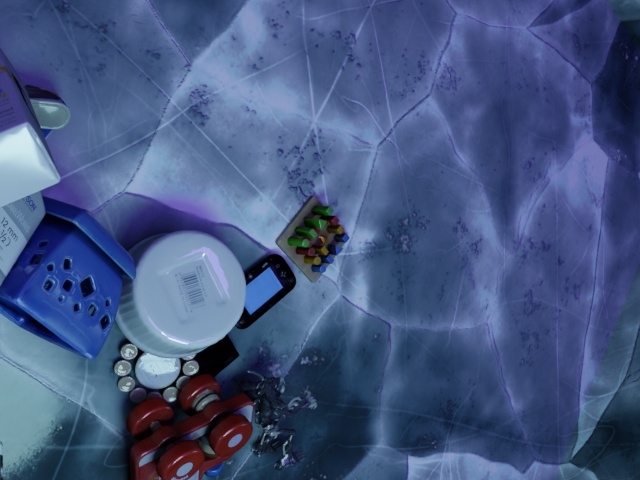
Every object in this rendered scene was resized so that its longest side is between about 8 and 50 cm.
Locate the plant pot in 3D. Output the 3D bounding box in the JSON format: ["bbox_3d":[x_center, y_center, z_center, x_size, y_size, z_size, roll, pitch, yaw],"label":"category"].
[{"bbox_3d":[-0.500,0.053,1.393,0.212,0.236,0.236,-60,145,-23],"label":"plant pot"}]

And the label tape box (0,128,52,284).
[{"bbox_3d":[-0.620,-0.044,1.283,0.115,0.249,0.347,76,27,-48],"label":"label tape box"}]

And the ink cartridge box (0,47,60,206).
[{"bbox_3d":[-0.584,-0.177,1.224,0.226,0.306,0.131,-27,139,-12],"label":"ink cartridge box"}]

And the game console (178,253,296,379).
[{"bbox_3d":[-0.210,0.154,1.757,0.361,0.044,0.213,-40,116,-27],"label":"game console"}]

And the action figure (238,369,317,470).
[{"bbox_3d":[-0.106,0.402,1.782,0.141,0.164,0.275,-36,132,-43],"label":"action figure"}]

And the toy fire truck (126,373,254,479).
[{"bbox_3d":[-0.289,0.460,1.661,0.302,0.169,0.253,-21,138,-35],"label":"toy fire truck"}]

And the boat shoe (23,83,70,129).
[{"bbox_3d":[-0.596,-0.263,1.421,0.228,0.068,0.081,8,120,-35],"label":"boat shoe"}]

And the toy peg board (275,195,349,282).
[{"bbox_3d":[0.000,0.000,1.878,0.160,0.079,0.161,49,67,-29],"label":"toy peg board"}]

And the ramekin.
[{"bbox_3d":[-0.293,0.108,1.592,0.277,0.135,0.277,6,76,-28],"label":"ramekin"}]

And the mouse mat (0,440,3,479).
[{"bbox_3d":[-0.687,0.484,1.436,0.153,0.007,0.189,-3,97,-37],"label":"mouse mat"}]

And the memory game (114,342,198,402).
[{"bbox_3d":[-0.359,0.278,1.647,0.186,0.012,0.186,-5,105,-20],"label":"memory game"}]
